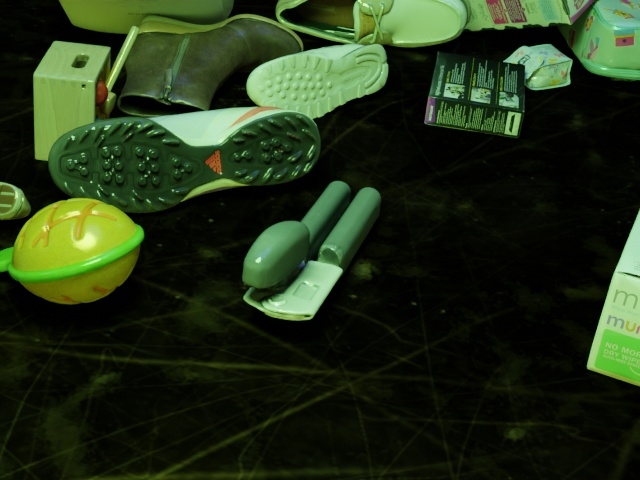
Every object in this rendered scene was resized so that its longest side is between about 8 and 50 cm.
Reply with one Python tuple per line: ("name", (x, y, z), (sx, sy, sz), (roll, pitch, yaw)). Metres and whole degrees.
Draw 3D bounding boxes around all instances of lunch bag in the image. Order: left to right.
("lunch bag", (0.330, -0.264, 1.727), (0.083, 0.053, 0.071), (-12, 34, -13))
("lunch bag", (0.518, -0.345, 1.848), (0.223, 0.108, 0.279), (4, 31, -8))

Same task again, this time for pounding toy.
("pounding toy", (-0.283, -0.182, 1.381), (0.100, 0.130, 0.141), (6, 31, -2))

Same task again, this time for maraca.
("maraca", (-0.250, 0.010, 1.112), (0.185, 0.099, 0.127), (2, 22, 46))

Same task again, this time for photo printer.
("photo printer", (-0.252, -0.375, 1.605), (0.255, 0.107, 0.307), (1, -9, -2))

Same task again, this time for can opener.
("can opener", (0.000, 0.000, 1.191), (0.074, 0.093, 0.280), (15, 27, 14))

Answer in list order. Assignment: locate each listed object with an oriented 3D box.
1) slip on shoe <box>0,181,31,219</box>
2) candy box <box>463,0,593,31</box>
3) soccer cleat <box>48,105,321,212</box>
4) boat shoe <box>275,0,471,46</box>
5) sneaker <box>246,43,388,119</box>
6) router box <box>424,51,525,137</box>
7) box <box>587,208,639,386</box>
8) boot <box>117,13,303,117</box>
("slip on shoe", (-0.377, -0.049, 1.233), (0.135, 0.052, 0.041), (8, -10, 16))
("candy box", (0.337, -0.408, 1.828), (0.233, 0.071, 0.159), (7, 43, 48))
("soccer cleat", (-0.162, -0.101, 1.323), (0.318, 0.109, 0.116), (-10, 15, -23))
("boat shoe", (0.078, -0.345, 1.761), (0.302, 0.113, 0.103), (6, 31, 18))
("sneaker", (-0.016, -0.224, 1.573), (0.235, 0.090, 0.094), (-15, 25, -39))
("router box", (0.223, -0.211, 1.620), (0.133, 0.046, 0.179), (10, 31, 5))
("box", (0.427, 0.064, 1.134), (0.261, 0.127, 0.231), (18, 33, 16))
("boot", (-0.147, -0.226, 1.558), (0.248, 0.090, 0.207), (5, 42, -5))
